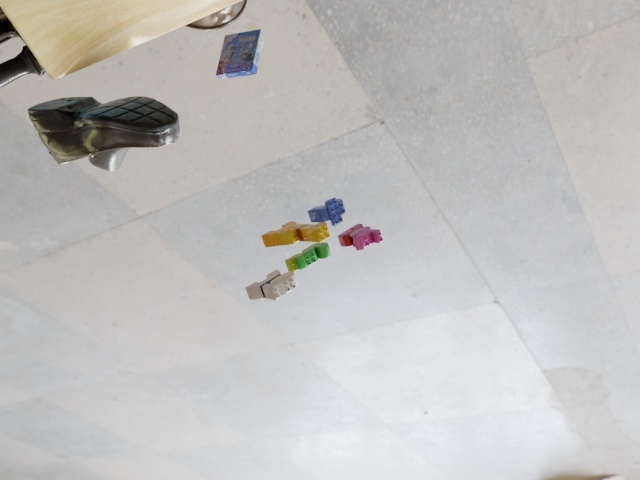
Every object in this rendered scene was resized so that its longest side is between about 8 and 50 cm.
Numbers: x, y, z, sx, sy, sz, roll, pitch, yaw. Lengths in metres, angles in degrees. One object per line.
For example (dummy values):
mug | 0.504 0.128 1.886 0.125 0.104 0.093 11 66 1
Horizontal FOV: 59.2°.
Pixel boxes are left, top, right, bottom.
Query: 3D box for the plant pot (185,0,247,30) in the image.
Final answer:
plant pot | -0.206 -0.487 0.979 0.167 0.166 0.165 14 163 -6

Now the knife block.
knife block | -0.194 -0.187 0.436 0.276 0.088 0.242 -1 141 -51

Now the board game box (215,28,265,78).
board game box | -0.157 -0.365 1.106 0.090 0.090 0.020 2 165 30

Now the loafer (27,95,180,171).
loafer | -0.188 -0.093 0.505 0.170 0.062 0.061 12 123 33

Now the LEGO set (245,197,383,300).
LEGO set | 0.000 0.000 0.794 0.093 0.227 0.087 3 117 51
